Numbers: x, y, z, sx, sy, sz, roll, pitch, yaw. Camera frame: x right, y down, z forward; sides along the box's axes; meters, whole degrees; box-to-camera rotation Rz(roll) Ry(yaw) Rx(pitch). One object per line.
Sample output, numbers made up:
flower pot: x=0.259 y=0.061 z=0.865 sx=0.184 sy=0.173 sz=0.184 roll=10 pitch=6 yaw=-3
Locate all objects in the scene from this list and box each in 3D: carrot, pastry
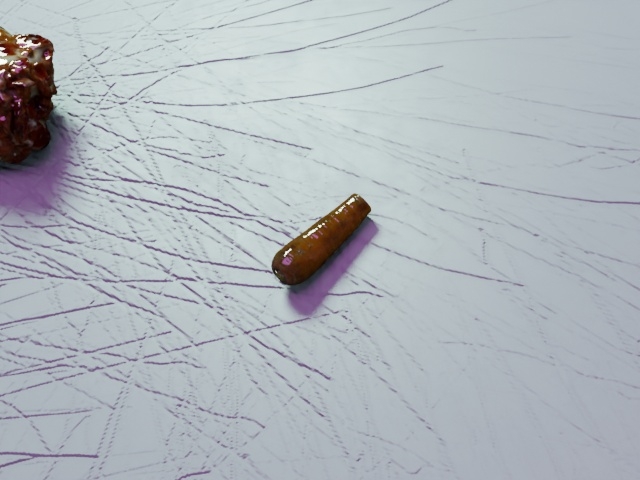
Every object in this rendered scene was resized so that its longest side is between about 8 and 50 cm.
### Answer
carrot: x=0.000 y=0.000 z=1.381 sx=0.032 sy=0.032 sz=0.093 roll=34 pitch=66 yaw=33
pastry: x=-0.317 y=-0.133 z=1.535 sx=0.208 sy=0.097 sz=0.115 roll=14 pitch=51 yaw=27
